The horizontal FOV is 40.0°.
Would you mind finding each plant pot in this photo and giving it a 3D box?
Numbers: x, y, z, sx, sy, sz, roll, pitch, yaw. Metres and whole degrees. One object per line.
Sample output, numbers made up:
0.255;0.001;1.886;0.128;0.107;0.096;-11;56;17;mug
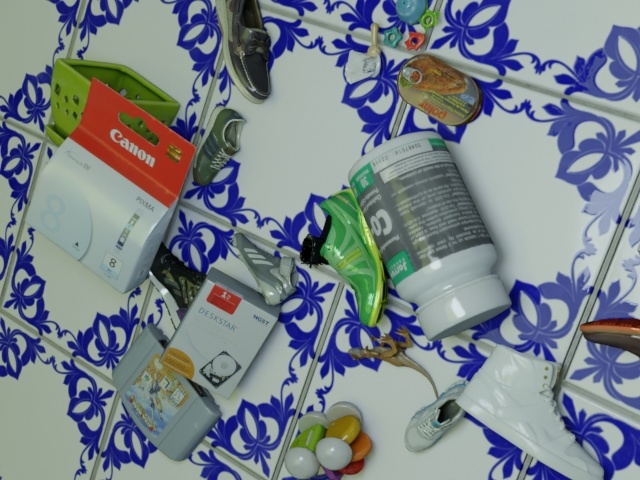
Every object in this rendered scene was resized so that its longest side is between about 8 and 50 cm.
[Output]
-0.513;-0.291;2.116;0.227;0.228;0.207;36;114;26;plant pot

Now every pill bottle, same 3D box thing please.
0.209;-0.007;1.670;0.204;0.204;0.361;-31;73;27;pill bottle

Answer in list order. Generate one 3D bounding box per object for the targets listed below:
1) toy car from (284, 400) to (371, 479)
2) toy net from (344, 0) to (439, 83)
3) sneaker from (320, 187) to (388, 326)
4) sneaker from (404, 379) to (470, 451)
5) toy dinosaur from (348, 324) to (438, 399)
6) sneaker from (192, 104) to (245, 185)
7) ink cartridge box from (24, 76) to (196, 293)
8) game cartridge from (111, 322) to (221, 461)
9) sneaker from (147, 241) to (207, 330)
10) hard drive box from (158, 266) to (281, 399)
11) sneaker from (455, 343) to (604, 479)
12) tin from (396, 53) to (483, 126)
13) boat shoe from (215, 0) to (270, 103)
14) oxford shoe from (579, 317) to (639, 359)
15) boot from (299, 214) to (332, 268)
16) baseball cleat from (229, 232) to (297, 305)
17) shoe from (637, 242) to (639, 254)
0.023;0.434;1.825;0.182;0.159;0.136;-24;113;28;toy car
0.146;-0.403;1.816;0.232;0.045;0.122;-48;68;23;toy net
0.066;0.040;1.802;0.123;0.109;0.295;-13;72;6;sneaker
0.224;0.350;1.718;0.071;0.083;0.191;42;113;9;sneaker
0.161;0.237;1.790;0.211;0.064;0.112;19;130;26;toy dinosaur
-0.230;-0.211;2.025;0.086;0.064;0.192;23;97;35;sneaker
-0.473;-0.118;1.958;0.308;0.091;0.385;35;120;14;ink cartridge box
-0.379;0.370;2.111;0.297;0.062;0.198;47;107;23;game cartridge
-0.311;0.095;2.059;0.124;0.107;0.283;-34;80;18;sneaker
-0.222;0.205;1.951;0.181;0.089;0.232;29;106;-6;hard drive box
0.412;0.307;1.593;0.292;0.108;0.169;33;89;12;sneaker
0.238;-0.299;1.760;0.189;0.040;0.106;37;103;27;tin
-0.160;-0.447;1.971;0.092;0.103;0.285;-25;70;33;boat shoe
0.577;0.193;1.506;0.271;0.097;0.098;9;99;31;oxford shoe
0.000;0.000;1.860;0.045;0.099;0.121;11;94;34;boot
-0.117;0.049;1.958;0.109;0.072;0.206;-32;64;0;baseball cleat
0.619;0.066;1.498;0.178;0.063;0.081;20;94;26;shoe
